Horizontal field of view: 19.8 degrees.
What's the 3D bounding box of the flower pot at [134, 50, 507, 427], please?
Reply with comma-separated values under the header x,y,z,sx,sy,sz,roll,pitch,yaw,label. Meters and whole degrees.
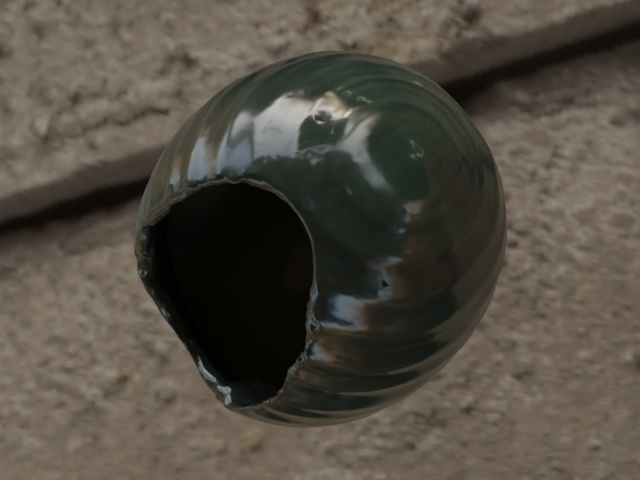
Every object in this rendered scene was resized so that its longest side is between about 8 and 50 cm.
x,y,z,sx,sy,sz,roll,pitch,yaw,label
0.000,0.000,0.976,0.189,0.157,0.243,55,148,3,flower pot
